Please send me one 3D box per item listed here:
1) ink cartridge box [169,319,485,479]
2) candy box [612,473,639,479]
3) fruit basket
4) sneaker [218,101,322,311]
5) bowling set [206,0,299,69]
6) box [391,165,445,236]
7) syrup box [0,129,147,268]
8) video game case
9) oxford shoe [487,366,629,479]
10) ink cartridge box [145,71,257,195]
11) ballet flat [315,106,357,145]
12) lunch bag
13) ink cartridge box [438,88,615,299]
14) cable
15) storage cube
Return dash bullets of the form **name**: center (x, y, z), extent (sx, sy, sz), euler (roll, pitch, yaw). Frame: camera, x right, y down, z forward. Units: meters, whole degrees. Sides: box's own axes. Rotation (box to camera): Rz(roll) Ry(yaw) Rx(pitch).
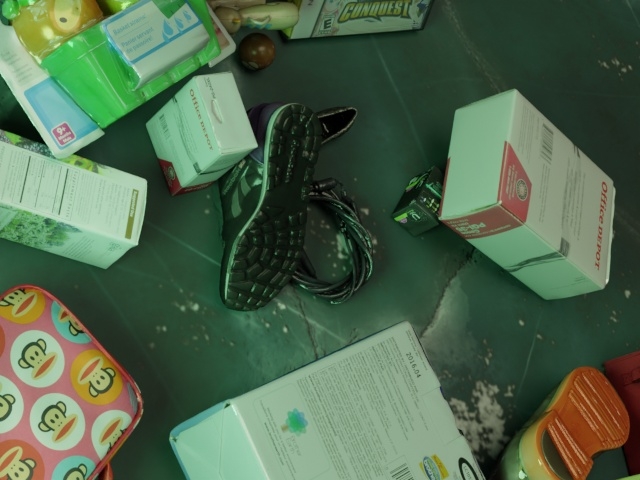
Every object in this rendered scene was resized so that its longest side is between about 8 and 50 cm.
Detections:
- **ink cartridge box**: center (0.043, 0.276, 1.543), extent (0.395, 0.151, 0.270), euler (-20, 83, -43)
- **candy box**: center (0.504, 0.395, 1.707), extent (0.183, 0.316, 0.087), euler (29, 59, -21)
- **fruit basket**: center (-0.289, -0.321, 1.489), extent (0.327, 0.165, 0.353), euler (-39, 108, -40)
- **sneaker**: center (-0.086, -0.046, 1.644), extent (0.107, 0.124, 0.283), euler (19, 85, -39)
- **bowling set**: center (-0.121, -0.325, 1.685), extent (0.154, 0.287, 0.199), euler (-11, 111, -30)
- **box**: center (0.155, -0.058, 1.823), extent (0.052, 0.062, 0.083), euler (41, 54, -15)
- **syrup box**: center (-0.337, -0.052, 1.473), extent (0.237, 0.093, 0.096), euler (18, 62, -27)
- **video game case**: center (0.086, -0.417, 1.821), extent (0.275, 0.248, 0.035), euler (-11, 46, -36)
- **oxford shoe**: center (0.341, 0.283, 1.781), extent (0.364, 0.133, 0.130), euler (-19, 74, -56)
- **ink cartridge box**: center (-0.155, -0.138, 1.593), extent (0.063, 0.150, 0.109), euler (-13, 79, -37)
- **ballet flat**: center (-0.016, -0.155, 1.757), extent (0.173, 0.049, 0.057), euler (-35, 91, -38)
- **lunch bag**: center (-0.336, 0.221, 1.345), extent (0.258, 0.120, 0.293), euler (48, 52, -9)
- **ink cartridge box**: center (0.319, -0.061, 1.860), extent (0.283, 0.117, 0.207), euler (35, 54, -36)
- **cable**: center (0.000, 0.000, 1.706), extent (0.151, 0.047, 0.184), euler (-4, 74, -35)
- **storage cube**: center (0.589, 0.256, 1.907), extent (0.215, 0.184, 0.193), euler (1, 71, -34)
